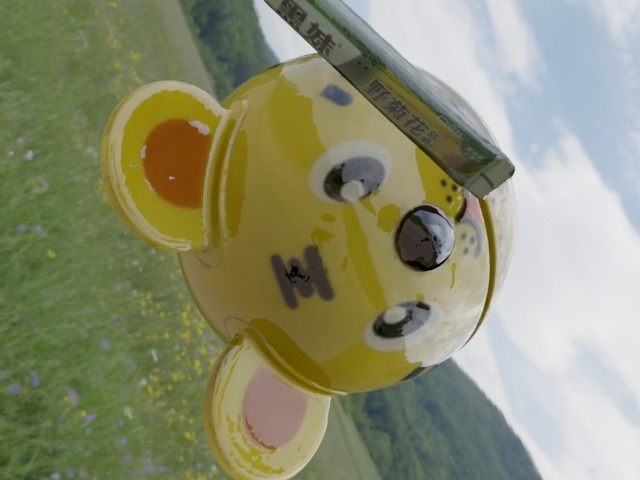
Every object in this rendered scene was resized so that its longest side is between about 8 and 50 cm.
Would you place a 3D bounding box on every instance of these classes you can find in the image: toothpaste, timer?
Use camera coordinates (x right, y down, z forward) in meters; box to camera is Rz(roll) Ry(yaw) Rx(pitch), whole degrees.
[{"bbox_3d":[0.031,-0.102,0.493,0.204,0.031,0.049,44,-24,1],"label":"toothpaste"},{"bbox_3d":[0.000,0.000,0.809,0.376,0.387,0.376,21,-55,34],"label":"timer"}]
